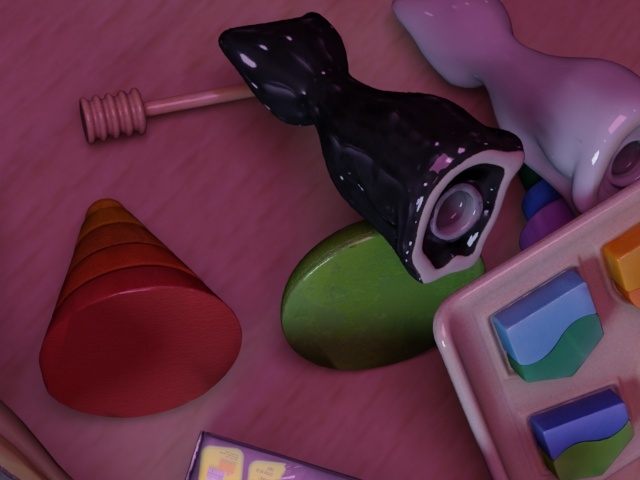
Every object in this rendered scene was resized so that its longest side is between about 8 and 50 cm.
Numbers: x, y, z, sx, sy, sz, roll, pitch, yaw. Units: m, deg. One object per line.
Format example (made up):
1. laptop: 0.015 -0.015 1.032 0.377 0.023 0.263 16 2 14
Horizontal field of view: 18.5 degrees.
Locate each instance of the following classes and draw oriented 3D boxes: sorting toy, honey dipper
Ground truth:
1. sorting toy: 0.000 0.000 1.200 0.365 0.127 0.126 -11 50 -10
2. honey dipper: -0.070 -0.089 1.233 0.160 0.030 0.030 -11 80 -12
3. sorting toy: 0.176 0.063 1.158 0.208 0.193 0.038 -34 39 -13

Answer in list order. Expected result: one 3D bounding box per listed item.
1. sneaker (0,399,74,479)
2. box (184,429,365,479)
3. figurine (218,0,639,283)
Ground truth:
1. sneaker: -0.244 0.012 1.109 0.410 0.158 0.182 41 61 19
2. box: 0.021 0.163 1.144 0.207 0.114 0.036 18 77 -2
3. figurine: 0.076 -0.086 1.165 0.215 0.092 0.209 -15 42 -34
